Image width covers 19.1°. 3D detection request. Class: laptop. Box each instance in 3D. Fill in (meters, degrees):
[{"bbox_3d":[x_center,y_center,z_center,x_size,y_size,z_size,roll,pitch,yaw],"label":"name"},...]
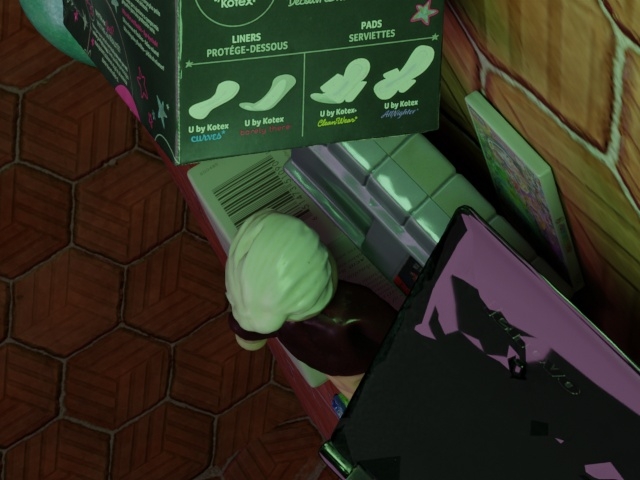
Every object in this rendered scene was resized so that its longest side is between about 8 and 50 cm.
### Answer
[{"bbox_3d":[0.218,0.180,1.209,0.382,0.236,0.408,45,-162,15],"label":"laptop"}]

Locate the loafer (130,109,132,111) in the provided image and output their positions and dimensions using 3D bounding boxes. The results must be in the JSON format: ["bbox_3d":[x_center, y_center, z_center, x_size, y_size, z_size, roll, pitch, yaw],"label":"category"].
[{"bbox_3d":[-0.131,-0.175,1.797,0.366,0.130,0.134,-166,74,-73],"label":"loafer"}]

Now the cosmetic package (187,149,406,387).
[{"bbox_3d":[0.000,0.000,1.682,0.151,0.151,0.183,55,173,35],"label":"cosmetic package"}]

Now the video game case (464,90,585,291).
[{"bbox_3d":[0.130,-0.030,1.203,0.087,0.011,0.122,52,172,40],"label":"video game case"}]

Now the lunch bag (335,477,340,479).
[{"bbox_3d":[0.144,0.257,1.446,0.258,0.120,0.293,3,-139,-44],"label":"lunch bag"}]

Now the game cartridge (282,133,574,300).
[{"bbox_3d":[0.067,-0.006,1.373,0.230,0.068,0.355,50,175,4],"label":"game cartridge"}]

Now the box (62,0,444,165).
[{"bbox_3d":[-0.046,-0.161,1.104,0.247,0.163,0.142,-131,37,-56],"label":"box"}]

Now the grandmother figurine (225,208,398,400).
[{"bbox_3d":[0.018,0.076,1.533,0.342,0.208,0.104,49,-136,-54],"label":"grandmother figurine"}]

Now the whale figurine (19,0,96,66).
[{"bbox_3d":[-0.165,-0.234,1.373,0.272,0.141,0.216,80,171,-62],"label":"whale figurine"}]

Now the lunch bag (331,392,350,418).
[{"bbox_3d":[0.102,0.190,1.925,0.151,0.129,0.096,58,174,8],"label":"lunch bag"}]
